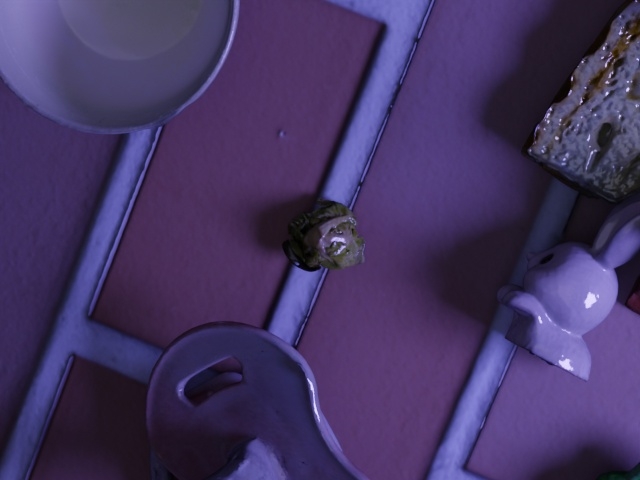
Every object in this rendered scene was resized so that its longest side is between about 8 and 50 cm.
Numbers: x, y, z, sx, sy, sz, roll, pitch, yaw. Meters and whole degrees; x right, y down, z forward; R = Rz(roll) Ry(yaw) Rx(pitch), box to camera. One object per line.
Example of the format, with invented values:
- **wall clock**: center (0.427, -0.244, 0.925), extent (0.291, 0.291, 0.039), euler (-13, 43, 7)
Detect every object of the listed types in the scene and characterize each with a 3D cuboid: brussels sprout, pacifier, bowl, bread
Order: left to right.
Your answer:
- **bowl**: center (-0.208, -0.251, 1.908), extent (0.277, 0.145, 0.277), euler (1, 99, 7)
- **pacifier**: center (-0.075, 0.247, 1.917), extent (0.220, 0.273, 0.332), euler (-28, 88, -3)
- **brussels sprout**: center (0.000, 0.000, 1.955), extent (0.085, 0.058, 0.085), euler (3, 96, 26)
- **bread**: center (0.317, -0.146, 1.873), extent (0.128, 0.088, 0.232), euler (37, 106, 13)

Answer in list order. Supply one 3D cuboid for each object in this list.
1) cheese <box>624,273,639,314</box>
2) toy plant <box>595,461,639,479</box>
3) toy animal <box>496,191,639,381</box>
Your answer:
- **cheese**: center (0.399, 0.018, 1.831), extent (0.128, 0.177, 0.203), euler (30, 101, 4)
- **toy plant**: center (0.384, 0.322, 1.924), extent (0.240, 0.088, 0.154), euler (43, 114, -10)
- **toy animal**: center (0.269, 0.024, 1.890), extent (0.131, 0.104, 0.220), euler (30, 97, 15)
